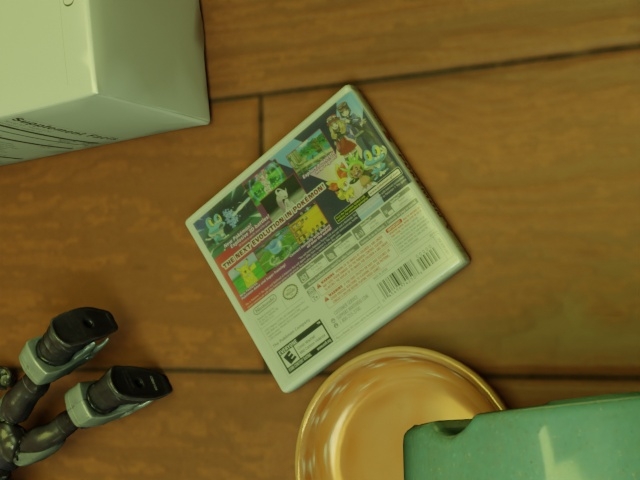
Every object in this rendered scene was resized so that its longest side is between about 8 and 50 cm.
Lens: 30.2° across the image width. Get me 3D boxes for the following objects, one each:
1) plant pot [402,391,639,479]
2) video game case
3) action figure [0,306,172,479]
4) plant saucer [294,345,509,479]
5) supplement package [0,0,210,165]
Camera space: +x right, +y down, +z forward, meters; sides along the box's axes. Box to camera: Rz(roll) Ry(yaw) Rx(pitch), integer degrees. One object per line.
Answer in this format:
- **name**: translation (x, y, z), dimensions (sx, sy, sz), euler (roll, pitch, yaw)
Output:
- **plant pot**: translation (0.192, 0.271, 0.745), dimensions (0.341, 0.341, 0.334), euler (-12, 76, 26)
- **video game case**: translation (0.000, 0.000, 1.010), dimensions (0.201, 0.023, 0.183), euler (-38, 72, 22)
- **action figure**: translation (-0.280, 0.181, 1.110), dimensions (0.285, 0.099, 0.185), euler (-37, 80, 25)
- **plant saucer**: translation (0.074, 0.184, 0.958), dimensions (0.200, 0.037, 0.199), euler (-1, 87, 27)
- **supplement package**: translation (-0.272, -0.175, 1.067), dimensions (0.293, 0.175, 0.177), euler (-9, 83, 26)
